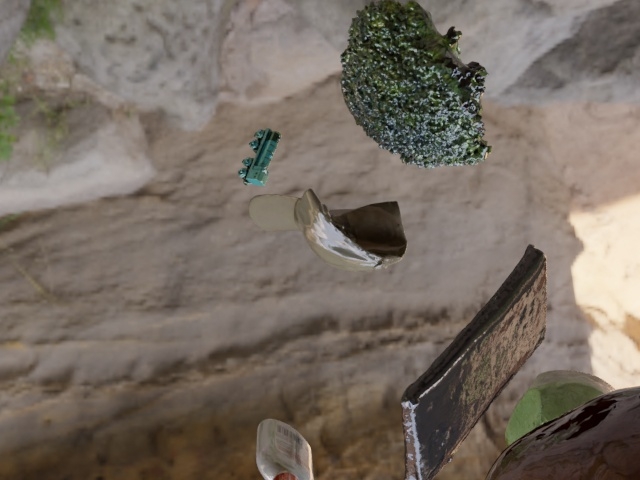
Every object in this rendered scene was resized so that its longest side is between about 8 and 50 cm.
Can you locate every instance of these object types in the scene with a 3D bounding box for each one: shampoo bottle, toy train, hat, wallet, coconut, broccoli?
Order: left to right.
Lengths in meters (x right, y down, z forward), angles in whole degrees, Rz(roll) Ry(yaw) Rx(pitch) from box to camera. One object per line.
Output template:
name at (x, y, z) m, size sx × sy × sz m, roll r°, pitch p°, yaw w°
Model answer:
toy train at (-0.085, -0.120, 1.424) m, size 0.045 × 0.092 × 0.029 m, roll 9°, pitch 160°, yaw 40°
shampoo bottle at (-0.056, 0.361, 1.588) m, size 0.108 × 0.051 × 0.221 m, roll 39°, pitch -171°, yaw -11°
hat at (0.000, 0.000, 1.284) m, size 0.166 × 0.144 × 0.173 m, roll 8°, pitch 150°, yaw -43°
broccoli at (0.133, -0.198, 1.309) m, size 0.226 × 0.176 × 0.198 m, roll 13°, pitch 156°, yaw -17°
wallet at (0.174, 0.134, 1.087) m, size 0.030 × 0.285 × 0.146 m, roll 18°, pitch 135°, yaw 35°
coconut at (0.399, 0.316, 1.604) m, size 0.204 × 0.236 × 0.236 m, roll -23°, pitch 158°, yaw 13°

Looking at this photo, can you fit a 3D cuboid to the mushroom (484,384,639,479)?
mushroom at (0.257, 0.236, 0.590) m, size 0.345 × 0.346 × 0.260 m, roll 0°, pitch 142°, yaw -10°
